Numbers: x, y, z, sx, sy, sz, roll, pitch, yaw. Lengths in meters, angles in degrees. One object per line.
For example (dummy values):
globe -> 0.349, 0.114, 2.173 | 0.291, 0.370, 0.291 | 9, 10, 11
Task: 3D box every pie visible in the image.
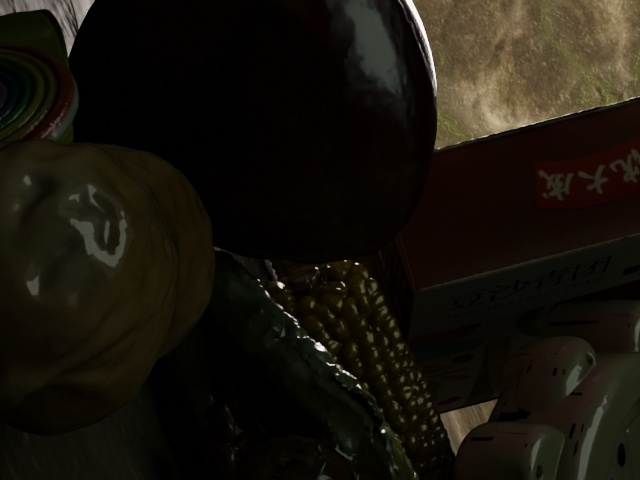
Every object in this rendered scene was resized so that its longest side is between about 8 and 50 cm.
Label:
pie -> -0.005, 0.125, 0.904 | 0.274, 0.105, 0.257 | 60, 2, -40

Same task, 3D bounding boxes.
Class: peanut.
peanut -> -0.100, 0.012, 0.620 | 0.101, 0.117, 0.263 | 27, 7, 1

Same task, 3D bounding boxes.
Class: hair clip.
hair clip -> -0.146, -0.081, 0.729 | 0.188, 0.060, 0.033 | -106, -173, -59

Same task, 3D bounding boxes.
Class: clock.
clock -> 0.210, 0.212, 1.193 | 0.309, 0.114, 0.284 | -28, 112, -54

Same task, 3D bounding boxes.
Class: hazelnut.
hazelnut -> -0.044, -0.079, 0.884 | 0.234, 0.218, 0.218 | 39, -20, 57

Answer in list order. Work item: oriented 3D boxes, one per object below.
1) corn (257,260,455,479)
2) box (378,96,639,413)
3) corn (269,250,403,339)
corn -> 0.049, 0.156, 1.144 | 0.102, 0.102, 0.313 | -87, 154, -71
box -> 0.221, 0.023, 1.388 | 0.385, 0.344, 0.122 | 90, -16, -67
corn -> 0.000, 0.000, 1.269 | 0.101, 0.101, 0.292 | 35, 37, -74
